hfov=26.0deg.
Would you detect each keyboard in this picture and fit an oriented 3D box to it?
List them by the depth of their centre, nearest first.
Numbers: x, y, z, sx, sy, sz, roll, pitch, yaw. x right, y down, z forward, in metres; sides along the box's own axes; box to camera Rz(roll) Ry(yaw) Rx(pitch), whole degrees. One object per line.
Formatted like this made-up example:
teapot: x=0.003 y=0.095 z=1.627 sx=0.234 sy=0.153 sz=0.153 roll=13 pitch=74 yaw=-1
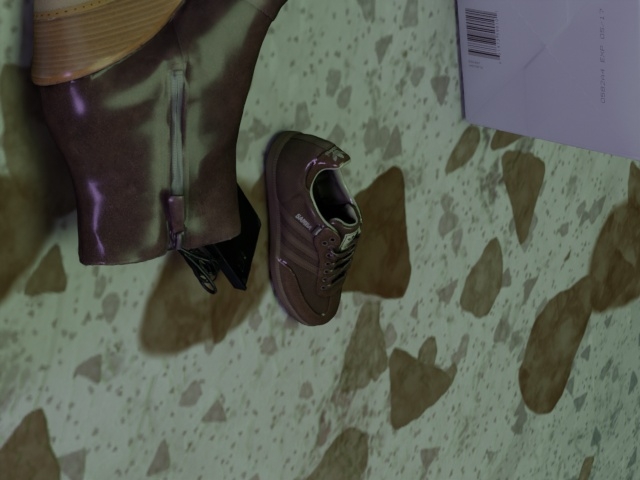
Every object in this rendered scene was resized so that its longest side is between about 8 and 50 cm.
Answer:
keyboard: x=-0.105 y=-0.034 z=1.059 sx=0.192 sy=0.038 sz=0.100 roll=58 pitch=35 yaw=-44

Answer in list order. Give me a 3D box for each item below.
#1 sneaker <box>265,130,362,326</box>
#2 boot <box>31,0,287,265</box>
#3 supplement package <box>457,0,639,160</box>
sneaker: x=0.000 y=0.000 z=1.165 sx=0.066 sy=0.071 sz=0.188 roll=-39 pitch=132 yaw=-37
boot: x=-0.078 y=-0.106 z=0.971 sx=0.248 sy=0.090 sz=0.207 roll=-18 pitch=108 yaw=-27
supplement package: x=0.286 y=-0.234 z=1.337 sx=0.263 sy=0.198 sz=0.199 roll=-35 pitch=129 yaw=-40
